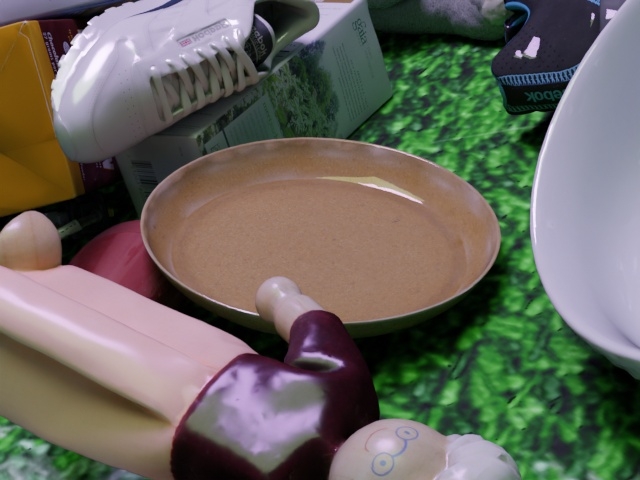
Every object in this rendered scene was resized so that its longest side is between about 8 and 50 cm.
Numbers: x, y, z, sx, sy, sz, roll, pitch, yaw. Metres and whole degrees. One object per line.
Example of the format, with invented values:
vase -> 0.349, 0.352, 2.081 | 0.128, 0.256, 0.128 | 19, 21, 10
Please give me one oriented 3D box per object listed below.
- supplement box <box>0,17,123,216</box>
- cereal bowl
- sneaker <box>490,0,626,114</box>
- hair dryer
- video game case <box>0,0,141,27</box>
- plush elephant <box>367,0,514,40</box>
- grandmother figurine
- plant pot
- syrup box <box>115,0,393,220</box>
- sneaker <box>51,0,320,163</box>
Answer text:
supplement box -> -0.255, -0.084, 1.203 | 0.191, 0.129, 0.194 | -14, 6, 13
cereal bowl -> 0.287, -0.046, 0.851 | 0.339, 0.141, 0.339 | -35, 34, 29
sneaker -> 0.210, -0.208, 1.254 | 0.140, 0.125, 0.341 | -13, 26, 19
hair dryer -> -0.192, 0.057, 1.074 | 0.224, 0.080, 0.293 | -33, 19, -17
video game case -> -0.272, -0.186, 1.273 | 0.244, 0.061, 0.269 | -17, 5, -24
plush elephant -> 0.033, -0.334, 1.425 | 0.330, 0.255, 0.272 | -3, 32, 24
grandmother figurine -> -0.055, 0.096, 0.829 | 0.342, 0.104, 0.207 | 18, 64, 27
plant pot -> 0.000, 0.000, 1.043 | 0.236, 0.032, 0.236 | 1, 32, -1
syrup box -> -0.049, -0.102, 1.236 | 0.096, 0.093, 0.237 | 6, 36, 36
sneaker -> -0.098, -0.129, 1.129 | 0.095, 0.090, 0.235 | 16, 43, 30
